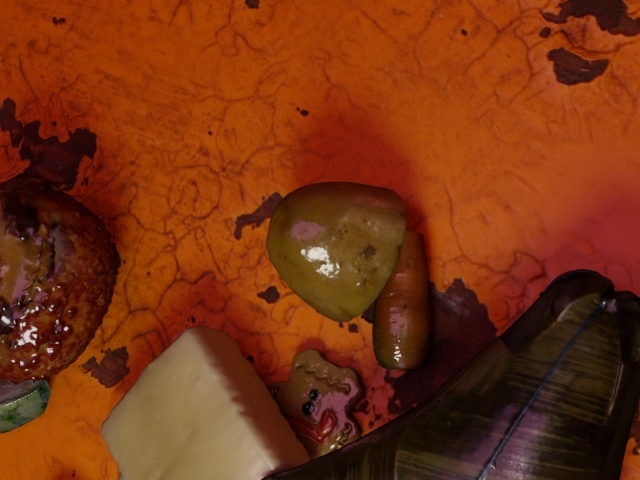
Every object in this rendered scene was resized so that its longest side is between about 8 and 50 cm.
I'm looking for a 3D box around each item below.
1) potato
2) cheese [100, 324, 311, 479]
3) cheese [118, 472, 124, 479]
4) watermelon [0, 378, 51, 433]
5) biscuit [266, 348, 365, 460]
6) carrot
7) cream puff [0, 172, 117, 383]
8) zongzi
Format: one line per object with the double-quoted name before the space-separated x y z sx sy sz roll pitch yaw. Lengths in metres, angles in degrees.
"potato" 0.000 0.000 1.301 0.203 0.158 0.178 -54 36 28
"cheese" -0.170 0.300 1.352 0.242 0.123 0.265 -50 57 21
"cheese" -0.289 0.365 1.460 0.097 0.037 0.192 -31 69 16
"watermelon" -0.538 0.256 1.567 0.158 0.098 0.121 35 64 25
"biscuit" -0.024 0.275 1.354 0.166 0.036 0.226 26 92 26
"carrot" 0.114 0.083 1.300 0.087 0.087 0.194 -2 81 25
"cream puff" -0.454 0.066 1.491 0.350 0.228 0.351 -18 65 44
"zongzi" 0.168 0.198 1.160 0.432 0.208 0.404 15 88 17
